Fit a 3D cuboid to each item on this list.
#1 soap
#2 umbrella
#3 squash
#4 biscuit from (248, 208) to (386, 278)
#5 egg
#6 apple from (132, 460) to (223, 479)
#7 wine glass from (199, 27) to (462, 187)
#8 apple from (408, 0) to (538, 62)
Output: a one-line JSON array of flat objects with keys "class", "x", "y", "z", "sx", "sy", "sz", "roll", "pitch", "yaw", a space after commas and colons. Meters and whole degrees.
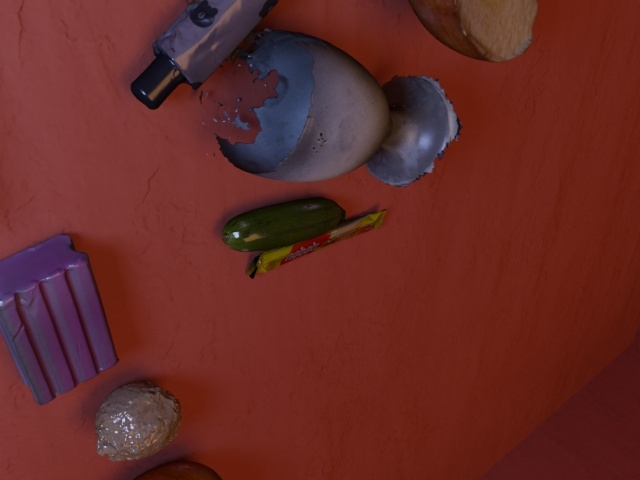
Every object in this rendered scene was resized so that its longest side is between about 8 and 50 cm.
[{"class": "soap", "x": -0.335, "y": 0.102, "z": 0.952, "sx": 0.122, "sy": 0.065, "sz": 0.203, "roll": -29, "pitch": 139, "yaw": -29}, {"class": "umbrella", "x": -0.094, "y": -0.284, "z": 0.884, "sx": 0.337, "sy": 0.067, "sz": 0.073, "roll": -49, "pitch": 131, "yaw": -4}, {"class": "squash", "x": -0.043, "y": -0.029, "z": 1.166, "sx": 0.252, "sy": 0.066, "sz": 0.066, "roll": -16, "pitch": 131, "yaw": -42}, {"class": "biscuit", "x": 0.000, "y": 0.000, "z": 1.276, "sx": 0.292, "sy": 0.026, "sz": 0.048, "roll": -21, "pitch": 154, "yaw": -36}, {"class": "egg", "x": -0.271, "y": 0.268, "z": 1.128, "sx": 0.140, "sy": 0.116, "sz": 0.118, "roll": 7, "pitch": 87, "yaw": -51}, {"class": "apple", "x": -0.264, "y": 0.480, "z": 1.280, "sx": 0.235, "sy": 0.173, "sz": 0.210, "roll": -43, "pitch": 140, "yaw": -28}, {"class": "wine glass", "x": 0.025, "y": -0.165, "z": 1.020, "sx": 0.357, "sy": 0.190, "sz": 0.190, "roll": 1, "pitch": 120, "yaw": -48}, {"class": "apple", "x": 0.205, "y": -0.401, "z": 1.036, "sx": 0.251, "sy": 0.163, "sz": 0.292, "roll": 25, "pitch": 87, "yaw": -46}]
